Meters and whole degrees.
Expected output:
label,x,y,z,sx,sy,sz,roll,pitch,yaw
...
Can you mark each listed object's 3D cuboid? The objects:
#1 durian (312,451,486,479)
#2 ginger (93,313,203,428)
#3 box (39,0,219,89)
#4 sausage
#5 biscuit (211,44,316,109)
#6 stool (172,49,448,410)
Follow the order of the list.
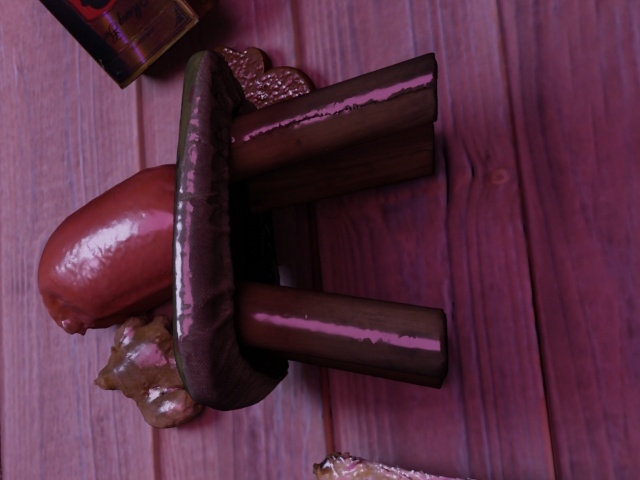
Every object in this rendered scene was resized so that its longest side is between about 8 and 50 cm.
label,x,y,z,sx,sy,sz,roll,pitch,yaw
durian,0.137,0.299,0.932,0.341,0.112,0.191,1,91,32
ginger,-0.158,0.117,1.114,0.133,0.059,0.214,42,101,19
box,-0.250,-0.306,1.128,0.159,0.071,0.240,-32,108,34
sausage,-0.205,0.007,1.109,0.254,0.148,0.148,-23,73,18
biscuit,-0.071,-0.153,1.137,0.175,0.026,0.124,44,99,23
stool,0.000,0.000,0.928,0.226,0.310,0.310,-1,81,5
